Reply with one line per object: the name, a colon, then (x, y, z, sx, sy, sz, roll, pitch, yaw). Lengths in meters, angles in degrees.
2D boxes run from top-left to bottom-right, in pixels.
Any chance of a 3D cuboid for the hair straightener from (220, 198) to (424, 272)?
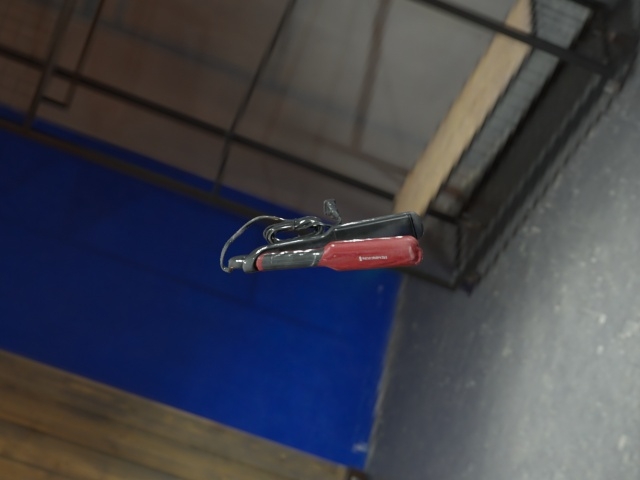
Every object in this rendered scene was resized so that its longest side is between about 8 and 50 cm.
hair straightener: (0.000, 0.000, 1.411, 0.089, 0.230, 0.047, -79, -28, -47)
